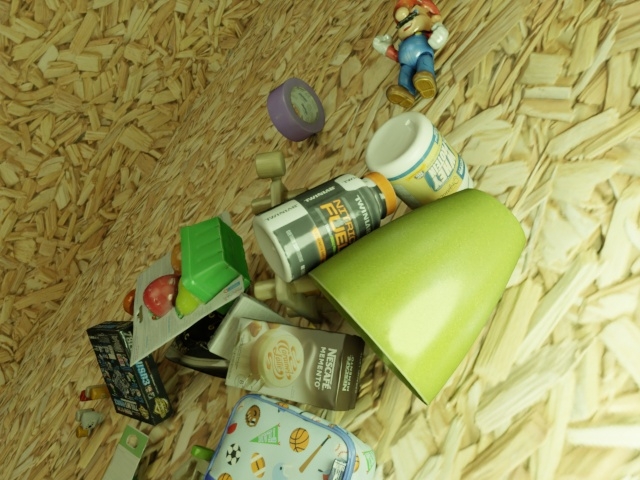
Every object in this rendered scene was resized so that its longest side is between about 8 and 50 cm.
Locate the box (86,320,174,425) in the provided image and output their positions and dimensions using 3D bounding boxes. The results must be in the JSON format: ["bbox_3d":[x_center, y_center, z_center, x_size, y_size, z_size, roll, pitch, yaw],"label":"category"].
[{"bbox_3d":[-0.578,0.388,1.311,0.296,0.293,0.073,-12,9,45],"label":"box"}]

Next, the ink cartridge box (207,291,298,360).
[{"bbox_3d":[-0.143,0.221,1.004,0.145,0.179,0.045,-57,25,-2],"label":"ink cartridge box"}]

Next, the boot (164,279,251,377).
[{"bbox_3d":[-0.270,0.218,1.192,0.378,0.138,0.284,-11,55,51],"label":"boot"}]

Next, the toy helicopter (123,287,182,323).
[{"bbox_3d":[-0.414,0.171,1.370,0.140,0.234,0.355,21,55,28],"label":"toy helicopter"}]

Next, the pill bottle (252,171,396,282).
[{"bbox_3d":[0.015,-0.036,0.776,0.246,0.130,0.130,-28,30,-20],"label":"pill bottle"}]

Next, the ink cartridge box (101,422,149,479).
[{"bbox_3d":[-0.543,0.656,1.222,0.171,0.056,0.235,-6,55,46],"label":"ink cartridge box"}]

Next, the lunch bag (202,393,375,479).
[{"bbox_3d":[-0.062,0.422,0.763,0.304,0.115,0.243,7,64,39],"label":"lunch bag"}]

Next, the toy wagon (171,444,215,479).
[{"bbox_3d":[-0.238,0.598,0.905,0.345,0.068,0.267,-5,59,46],"label":"toy wagon"}]

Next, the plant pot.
[{"bbox_3d":[0.180,0.060,0.717,0.294,0.274,0.275,-41,35,-7],"label":"plant pot"}]

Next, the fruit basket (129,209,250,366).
[{"bbox_3d":[-0.351,0.117,1.147,0.353,0.165,0.327,-39,40,14],"label":"fruit basket"}]

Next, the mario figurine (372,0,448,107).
[{"bbox_3d":[0.229,-0.524,1.155,0.198,0.170,0.320,2,67,11],"label":"mario figurine"}]

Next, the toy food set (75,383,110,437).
[{"bbox_3d":[-0.786,0.586,1.551,0.111,0.105,0.232,41,114,41],"label":"toy food set"}]

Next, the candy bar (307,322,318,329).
[{"bbox_3d":[-0.056,0.263,1.001,0.161,0.018,0.040,-56,35,-2],"label":"candy bar"}]

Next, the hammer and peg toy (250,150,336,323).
[{"bbox_3d":[-0.049,-0.012,0.969,0.128,0.266,0.361,-11,66,12],"label":"hammer and peg toy"}]

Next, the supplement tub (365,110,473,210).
[{"bbox_3d":[0.200,-0.142,0.868,0.144,0.200,0.144,-29,43,32],"label":"supplement tub"}]

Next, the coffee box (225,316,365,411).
[{"bbox_3d":[-0.050,0.239,0.866,0.247,0.098,0.141,1,73,28],"label":"coffee box"}]

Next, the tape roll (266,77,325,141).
[{"bbox_3d":[-0.077,-0.422,1.419,0.080,0.189,0.188,-20,49,40],"label":"tape roll"}]
